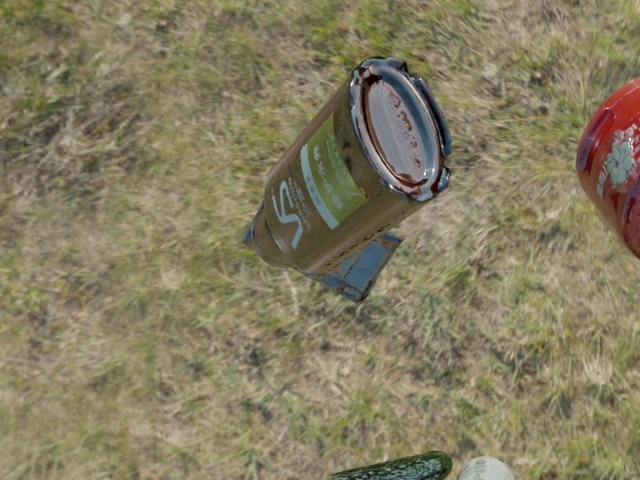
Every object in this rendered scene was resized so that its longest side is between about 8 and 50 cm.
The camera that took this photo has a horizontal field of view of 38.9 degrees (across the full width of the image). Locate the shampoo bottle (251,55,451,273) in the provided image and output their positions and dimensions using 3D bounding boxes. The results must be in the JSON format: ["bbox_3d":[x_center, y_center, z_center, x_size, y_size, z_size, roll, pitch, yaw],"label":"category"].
[{"bbox_3d":[0.009,-0.046,0.842,0.084,0.323,0.129,-19,83,-24],"label":"shampoo bottle"}]

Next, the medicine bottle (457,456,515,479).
[{"bbox_3d":[0.221,0.367,1.232,0.086,0.183,0.086,2,100,13],"label":"medicine bottle"}]

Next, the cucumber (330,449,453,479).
[{"bbox_3d":[0.126,0.414,1.565,0.241,0.074,0.074,-8,95,-23],"label":"cucumber"}]

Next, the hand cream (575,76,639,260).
[{"bbox_3d":[0.445,-0.085,1.117,0.230,0.149,0.230,-7,129,-9],"label":"hand cream"}]

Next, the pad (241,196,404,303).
[{"bbox_3d":[0.000,0.000,1.483,0.233,0.022,0.174,26,130,-3],"label":"pad"}]
